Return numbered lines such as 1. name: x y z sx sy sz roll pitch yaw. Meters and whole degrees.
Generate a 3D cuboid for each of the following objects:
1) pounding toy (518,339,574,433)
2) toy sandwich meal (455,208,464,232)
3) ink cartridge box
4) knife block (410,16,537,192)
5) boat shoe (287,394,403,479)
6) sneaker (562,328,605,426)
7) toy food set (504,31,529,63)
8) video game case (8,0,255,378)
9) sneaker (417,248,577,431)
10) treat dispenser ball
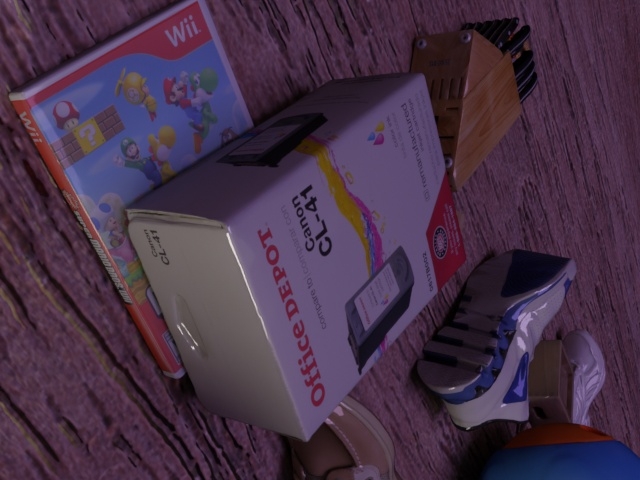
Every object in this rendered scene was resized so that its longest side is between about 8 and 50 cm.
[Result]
1. pounding toy: 0.379 0.265 1.279 0.141 0.100 0.130 56 39 -41
2. toy sandwich meal: 0.168 -0.027 1.022 0.085 0.029 0.086 -8 100 -50
3. ink cartridge box: 0.000 0.000 0.704 0.306 0.131 0.226 -43 125 -41
4. knife block: 0.218 -0.181 1.020 0.242 0.088 0.276 15 82 -50
5. boat shoe: 0.022 0.264 0.822 0.098 0.109 0.302 -55 138 -33
6. sneaker: 0.461 0.277 1.373 0.115 0.090 0.232 20 78 -46
7. toy food set: 0.302 -0.290 1.163 0.083 0.020 0.083 33 69 -48
8. video game case: -0.125 -0.048 0.668 0.204 0.025 0.285 -46 127 -37
9. sneaker: 0.267 0.165 1.108 0.315 0.127 0.182 -44 130 -30
10. treat dispenser ball: 0.377 0.425 1.127 0.288 0.288 0.288 -8 100 -50
